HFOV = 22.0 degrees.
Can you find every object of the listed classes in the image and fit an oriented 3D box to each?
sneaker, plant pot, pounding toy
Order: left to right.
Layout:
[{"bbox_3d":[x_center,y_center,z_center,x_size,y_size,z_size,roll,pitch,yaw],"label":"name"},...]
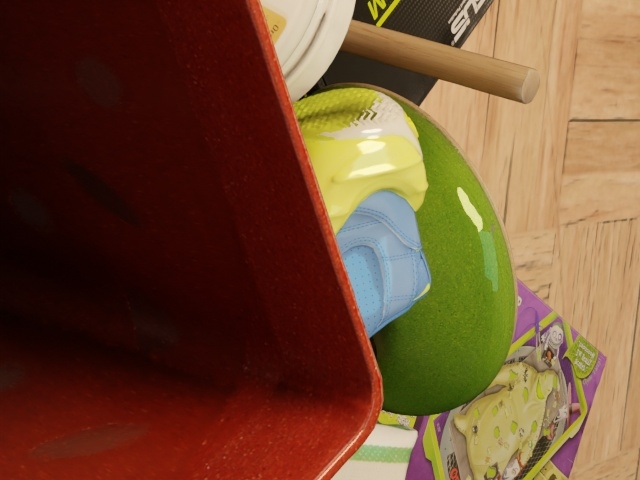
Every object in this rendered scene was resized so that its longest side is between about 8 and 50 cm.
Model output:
[{"bbox_3d":[-0.175,0.014,0.526,0.267,0.235,0.267,-44,132,-32],"label":"plant pot"},{"bbox_3d":[-0.057,0.028,0.730,0.091,0.240,0.126,-107,176,-69],"label":"sneaker"},{"bbox_3d":[0.000,0.000,0.828,0.110,0.183,0.237,-26,134,-36],"label":"pounding toy"}]

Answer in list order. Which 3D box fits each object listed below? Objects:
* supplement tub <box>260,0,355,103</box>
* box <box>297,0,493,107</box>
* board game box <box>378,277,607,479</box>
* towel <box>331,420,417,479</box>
[{"bbox_3d":[-0.087,-0.131,0.698,0.199,0.144,0.144,20,83,-55],"label":"supplement tub"},{"bbox_3d":[0.028,-0.162,0.938,0.191,0.045,0.184,-54,136,-30],"label":"box"},{"bbox_3d":[0.082,0.114,1.090,0.347,0.056,0.208,38,73,-52],"label":"board game box"},{"bbox_3d":[-0.073,0.241,0.828,0.247,0.038,0.325,9,89,-32],"label":"towel"}]
